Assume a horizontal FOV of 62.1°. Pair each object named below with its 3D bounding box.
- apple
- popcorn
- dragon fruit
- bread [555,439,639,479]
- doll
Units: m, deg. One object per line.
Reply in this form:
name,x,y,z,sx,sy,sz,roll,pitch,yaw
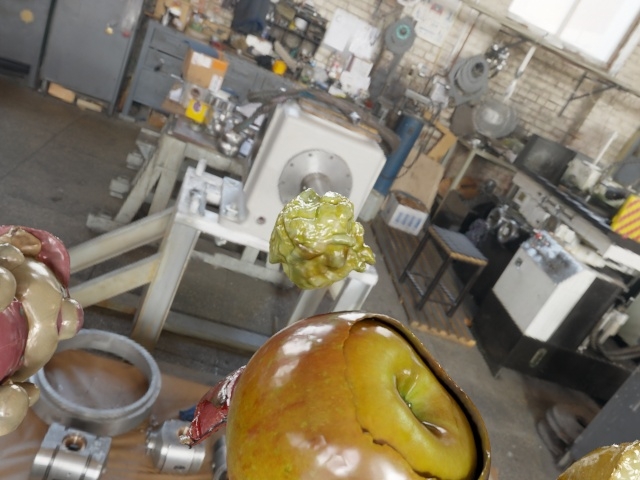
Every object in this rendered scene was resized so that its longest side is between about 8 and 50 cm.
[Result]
apple,0.036,0.182,0.490,0.237,0.207,0.237,51,20,-27
popcorn,0.000,-0.001,0.970,0.185,0.187,0.167,53,51,-24
dragon fruit,-0.174,0.343,1.217,0.343,0.282,0.100,-31,82,-20
bread,0.237,0.264,0.356,0.160,0.261,0.147,-7,-16,-1
doll,-0.350,0.088,0.583,0.152,0.196,0.256,30,-1,-15
